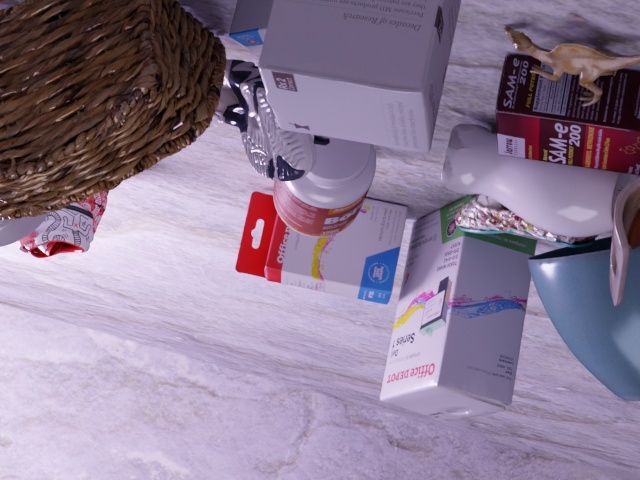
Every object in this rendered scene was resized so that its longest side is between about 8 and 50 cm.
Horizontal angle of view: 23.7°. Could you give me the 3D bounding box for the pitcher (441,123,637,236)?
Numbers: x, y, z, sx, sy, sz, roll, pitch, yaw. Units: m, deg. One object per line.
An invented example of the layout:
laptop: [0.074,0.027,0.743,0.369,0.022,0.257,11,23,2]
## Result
pitcher: [0.273,-0.076,1.806,0.207,0.125,0.177,14,-172,30]

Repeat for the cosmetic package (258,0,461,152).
cosmetic package: [0.042,-0.199,1.399,0.151,0.184,0.151,9,164,10]

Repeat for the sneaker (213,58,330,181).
sneaker: [-0.018,-0.139,1.705,0.153,0.094,0.235,-5,-158,-25]

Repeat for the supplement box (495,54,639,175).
supplement box: [0.313,-0.129,1.644,0.239,0.073,0.130,9,163,11]

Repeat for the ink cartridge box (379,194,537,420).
ink cartridge box: [0.194,0.099,2.134,0.117,0.278,0.201,17,163,-18]

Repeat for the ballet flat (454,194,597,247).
ballet flat: [0.265,-0.044,1.951,0.091,0.077,0.241,-20,-162,-36]

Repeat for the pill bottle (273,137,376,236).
pill bottle: [0.006,-0.086,1.922,0.121,0.121,0.216,13,165,-2]

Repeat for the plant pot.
plant pot: [0.418,0.088,1.879,0.290,0.195,0.290,-12,-179,0]

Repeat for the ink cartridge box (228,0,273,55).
ink cartridge box: [-0.021,-0.219,1.617,0.088,0.052,0.122,-3,158,43]

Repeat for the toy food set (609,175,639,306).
toy food set: [0.440,-0.039,1.596,0.306,0.092,0.220,-27,160,0]

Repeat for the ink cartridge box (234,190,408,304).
ink cartridge box: [0.000,0.000,2.197,0.231,0.134,0.078,11,165,1]

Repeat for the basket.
basket: [-0.256,-0.129,1.650,0.299,0.213,0.223,-21,153,15]

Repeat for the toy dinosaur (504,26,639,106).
toy dinosaur: [0.275,-0.178,1.541,0.183,0.053,0.092,7,162,18]

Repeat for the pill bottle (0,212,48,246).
pill bottle: [-0.449,-0.136,1.843,0.176,0.176,0.318,4,145,25]

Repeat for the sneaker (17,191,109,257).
sneaker: [-0.462,-0.058,2.316,0.270,0.145,0.090,11,164,5]
